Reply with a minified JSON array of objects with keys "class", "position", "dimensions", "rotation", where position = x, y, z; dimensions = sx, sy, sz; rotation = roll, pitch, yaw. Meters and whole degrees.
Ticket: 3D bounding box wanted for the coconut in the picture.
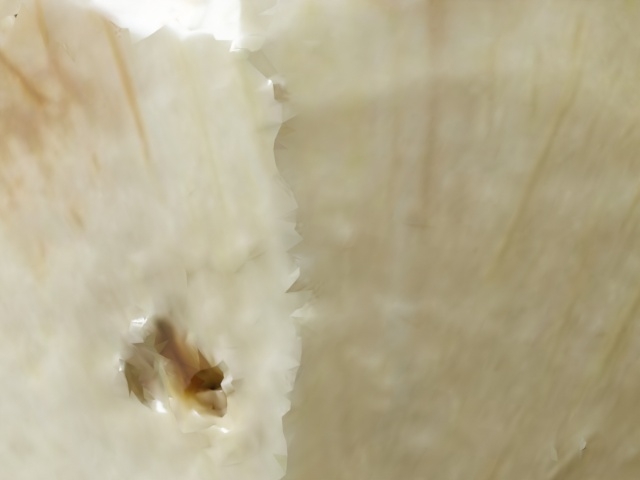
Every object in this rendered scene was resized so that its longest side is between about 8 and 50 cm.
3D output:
[{"class":"coconut","position":[0.000,0.000,0.534],"dimensions":[0.345,0.415,0.415],"rotation":[27,116,-24]}]
